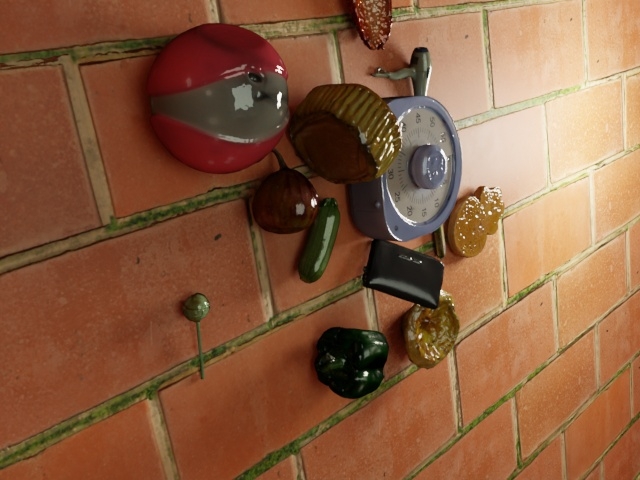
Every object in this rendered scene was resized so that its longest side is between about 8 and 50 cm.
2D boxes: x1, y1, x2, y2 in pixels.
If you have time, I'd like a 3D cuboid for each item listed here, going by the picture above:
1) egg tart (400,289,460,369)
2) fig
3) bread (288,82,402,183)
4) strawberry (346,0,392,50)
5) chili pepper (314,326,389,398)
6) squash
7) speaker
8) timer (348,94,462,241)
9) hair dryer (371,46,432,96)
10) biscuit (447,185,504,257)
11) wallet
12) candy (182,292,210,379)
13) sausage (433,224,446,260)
[{"bbox_3d":[0.308,0.252,1.897,0.241,0.106,0.241,-9,103,-40],"label":"egg tart"},{"bbox_3d":[-0.075,-0.094,1.472,0.149,0.148,0.202,101,-2,-46],"label":"fig"},{"bbox_3d":[0.056,-0.240,1.494,0.142,0.253,0.227,-53,124,-21],"label":"bread"},{"bbox_3d":[0.115,-0.571,1.632,0.121,0.082,0.188,-17,118,-20],"label":"strawberry"},{"bbox_3d":[0.062,0.294,1.633,0.261,0.165,0.174,12,105,-47],"label":"chili pepper"},{"bbox_3d":[0.000,0.000,1.597,0.077,0.068,0.219,21,81,-38],"label":"squash"},{"bbox_3d":[-0.196,-0.271,1.305,0.294,0.294,0.294,-7,100,-42],"label":"speaker"},{"bbox_3d":[0.246,-0.200,1.732,0.395,0.173,0.395,-6,99,-42],"label":"timer"},{"bbox_3d":[0.231,-0.417,1.778,0.199,0.067,0.167,-33,123,-24],"label":"hair dryer"},{"bbox_3d":[0.491,-0.067,2.067,0.288,0.044,0.202,-44,124,-32],"label":"biscuit"},{"bbox_3d":[0.227,0.088,1.783,0.250,0.044,0.149,21,71,-21],"label":"wallet"},{"bbox_3d":[-0.260,0.209,1.404,0.061,0.061,0.203,-19,116,-40],"label":"candy"},{"bbox_3d":[0.343,-0.065,1.935,0.033,0.033,0.269,-25,112,-39],"label":"sausage"}]
